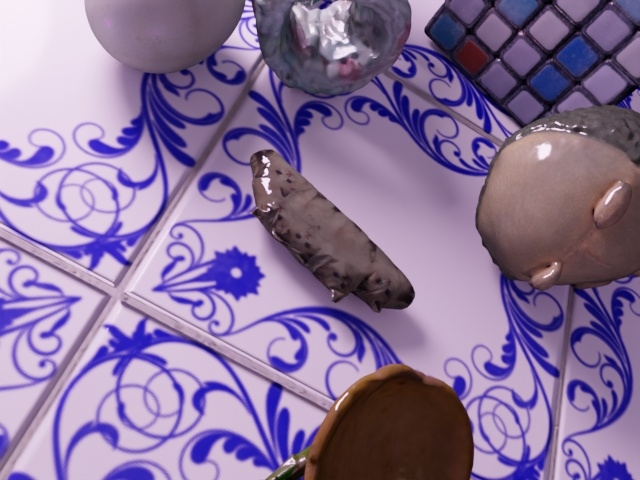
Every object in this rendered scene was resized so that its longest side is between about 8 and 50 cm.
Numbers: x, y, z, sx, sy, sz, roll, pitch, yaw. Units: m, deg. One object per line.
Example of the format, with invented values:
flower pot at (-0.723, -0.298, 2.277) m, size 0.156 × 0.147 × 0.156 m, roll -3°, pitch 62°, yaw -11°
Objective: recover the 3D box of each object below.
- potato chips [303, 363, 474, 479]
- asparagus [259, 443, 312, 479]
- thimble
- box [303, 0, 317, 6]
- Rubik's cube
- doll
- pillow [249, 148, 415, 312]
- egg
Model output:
potato chips at (0.057, 0.218, 0.603) m, size 0.195 × 0.062 × 0.208 m, roll -23°, pitch 99°, yaw -35°
asparagus at (-0.004, 0.203, 0.618) m, size 0.236 × 0.027 × 0.034 m, roll -22°, pitch 63°, yaw -36°
thimble at (0.001, -0.288, 0.812) m, size 0.211 × 0.185 × 0.149 m, roll 16°, pitch 53°, yaw -43°
box at (-0.063, -0.506, 0.907) m, size 0.311 × 0.205 × 0.118 m, roll 42°, pitch 54°, yaw 2°
Rubik's cube at (0.386, -0.359, 1.003) m, size 0.292 × 0.293 × 0.287 m, roll 43°, pitch 51°, yaw 4°
doll at (0.358, -0.045, 0.844) m, size 0.349 × 0.247 × 0.247 m, roll -11°, pitch 67°, yaw -49°
pillow at (-0.001, -0.001, 0.728) m, size 0.241 × 0.051 × 0.093 m, roll 46°, pitch 46°, yaw 2°
egg at (-0.164, -0.271, 0.743) m, size 0.151 × 0.151 × 0.209 m, roll 39°, pitch 48°, yaw -2°
